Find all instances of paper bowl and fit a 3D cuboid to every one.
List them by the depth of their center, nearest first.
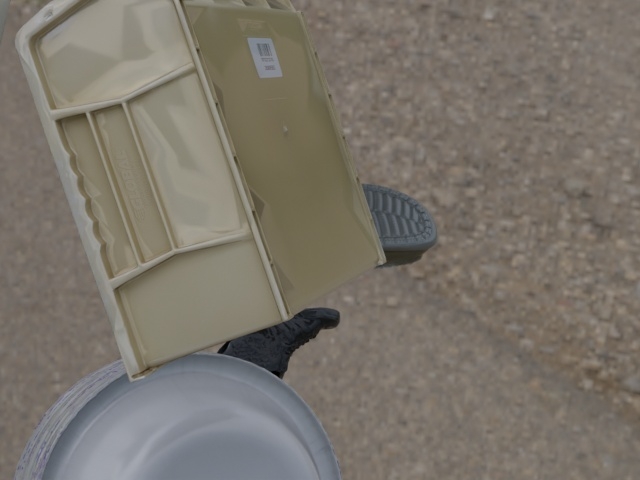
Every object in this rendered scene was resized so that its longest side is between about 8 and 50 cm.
[{"bbox_3d":[-0.110,0.236,1.077,0.284,0.284,0.148,-12,2,-26],"label":"paper bowl"}]

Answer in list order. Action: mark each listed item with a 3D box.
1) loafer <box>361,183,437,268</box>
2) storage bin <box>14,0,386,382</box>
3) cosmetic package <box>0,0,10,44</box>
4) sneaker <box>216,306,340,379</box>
[{"bbox_3d":[0.000,0.000,1.372,0.251,0.087,0.094,-1,48,-2],"label":"loafer"},{"bbox_3d":[-0.076,-0.063,0.933,0.123,0.260,0.262,-19,1,19],"label":"storage bin"},{"bbox_3d":[-0.338,-0.165,0.967,0.160,0.113,0.309,-15,42,9],"label":"cosmetic package"},{"bbox_3d":[-0.051,0.125,1.480,0.170,0.089,0.051,2,-14,-30],"label":"sneaker"}]
